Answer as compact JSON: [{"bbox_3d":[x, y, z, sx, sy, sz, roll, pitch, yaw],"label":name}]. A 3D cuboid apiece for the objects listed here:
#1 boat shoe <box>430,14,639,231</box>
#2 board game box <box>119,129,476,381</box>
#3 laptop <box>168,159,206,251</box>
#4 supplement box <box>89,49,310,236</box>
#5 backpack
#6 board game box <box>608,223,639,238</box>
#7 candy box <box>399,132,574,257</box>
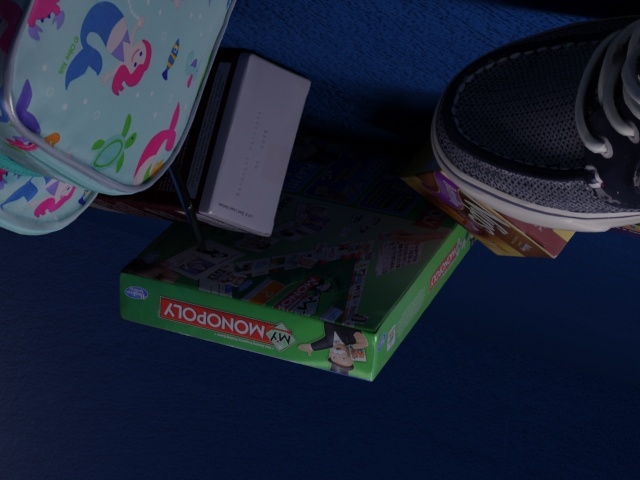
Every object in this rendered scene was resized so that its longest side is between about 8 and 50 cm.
[{"bbox_3d":[0.179,-0.082,0.977,0.340,0.127,0.158,1,160,34],"label":"boat shoe"},{"bbox_3d":[0.000,0.000,1.592,0.213,0.046,0.317,14,-151,18],"label":"board game box"},{"bbox_3d":[-0.187,-0.102,1.235,0.264,0.137,0.234,15,173,0],"label":"laptop"},{"bbox_3d":[-0.127,-0.084,1.544,0.239,0.130,0.073,10,173,45],"label":"supplement box"},{"bbox_3d":[-0.140,-0.118,0.830,0.191,0.225,0.253,15,167,14],"label":"backpack"},{"bbox_3d":[0.272,-0.027,1.489,0.170,0.048,0.141,15,172,3],"label":"board game box"},{"bbox_3d":[0.131,-0.038,1.491,0.109,0.053,0.186,38,177,-7],"label":"candy box"}]
